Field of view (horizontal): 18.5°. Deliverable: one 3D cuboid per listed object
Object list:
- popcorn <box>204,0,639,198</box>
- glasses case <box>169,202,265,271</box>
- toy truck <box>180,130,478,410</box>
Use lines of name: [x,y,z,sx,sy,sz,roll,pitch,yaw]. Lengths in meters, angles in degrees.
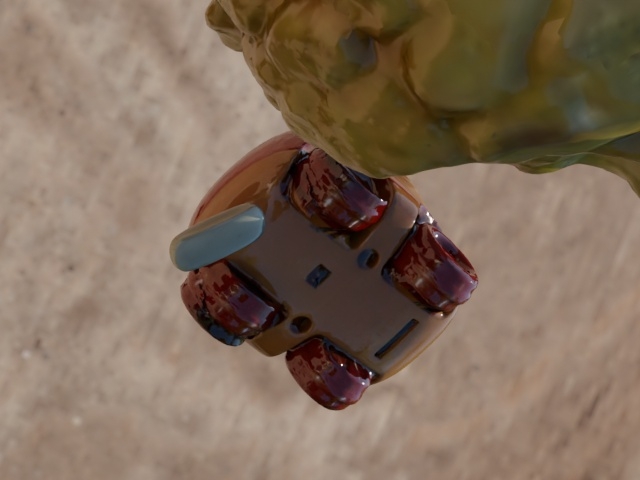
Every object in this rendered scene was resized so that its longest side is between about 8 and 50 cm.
popcorn: [0.138,-0.189,0.931,0.390,0.344,0.354,9,123,-30]
glasses case: [-0.080,-0.003,1.531,0.083,0.021,0.032,-26,126,-23]
toy truck: [0.000,0.000,1.700,0.189,0.265,0.239,-44,-149,14]
